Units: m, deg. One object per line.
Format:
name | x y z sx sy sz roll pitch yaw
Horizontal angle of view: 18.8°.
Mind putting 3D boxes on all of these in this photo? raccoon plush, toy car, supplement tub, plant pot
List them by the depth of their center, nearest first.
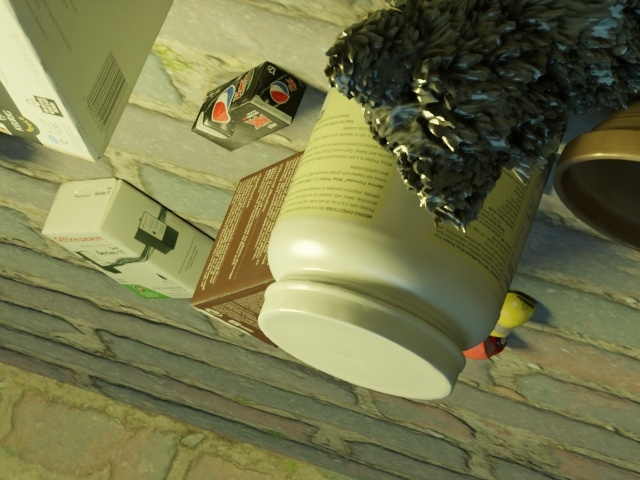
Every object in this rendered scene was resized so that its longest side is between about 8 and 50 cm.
raccoon plush | 0.184 -0.200 1.300 0.216 0.299 0.446 46 147 9
plant pot | 0.350 -0.068 1.833 0.237 0.109 0.237 20 161 7
supplement tub | 0.088 -0.032 1.878 0.235 0.324 0.235 19 162 7
toy car | 0.159 0.094 2.591 0.225 0.053 0.239 21 162 -1

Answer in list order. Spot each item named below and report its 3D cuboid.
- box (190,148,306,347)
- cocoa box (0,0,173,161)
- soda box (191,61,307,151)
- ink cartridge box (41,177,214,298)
box | 0.000 0.000 2.290 0.143 0.191 0.381 27 162 -17
cocoa box | -0.300 -0.269 1.783 0.228 0.231 0.347 17 161 15
soda box | -0.082 -0.149 2.171 0.060 0.053 0.169 28 160 -20
ink cartridge box | -0.268 -0.001 2.742 0.208 0.086 0.153 35 157 -34
